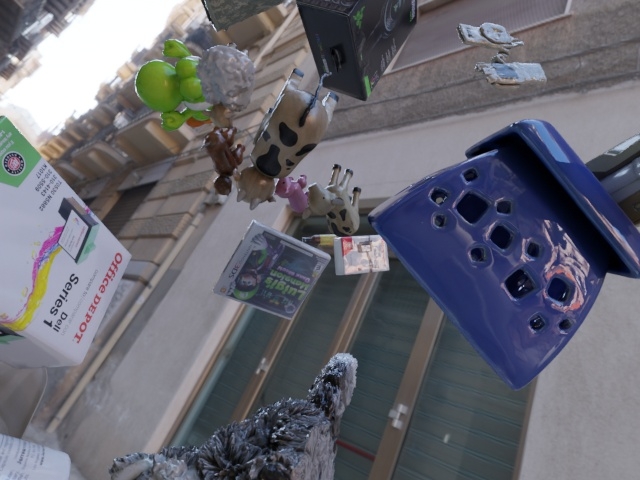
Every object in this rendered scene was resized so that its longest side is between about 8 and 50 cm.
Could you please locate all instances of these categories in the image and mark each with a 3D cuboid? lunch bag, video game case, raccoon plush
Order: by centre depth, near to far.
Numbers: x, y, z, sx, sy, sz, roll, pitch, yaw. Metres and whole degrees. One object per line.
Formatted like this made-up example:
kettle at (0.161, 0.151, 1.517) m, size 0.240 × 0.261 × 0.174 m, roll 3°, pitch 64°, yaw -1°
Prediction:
raccoon plush at (-0.125, 0.364, 0.713) m, size 0.299 × 0.216 × 0.446 m, roll 0°, pitch 10°, yaw 19°
video game case at (-0.099, 0.068, 0.849) m, size 0.190 × 0.173 × 0.022 m, roll 26°, pitch 15°, yaw -28°
lunch bag at (-0.241, -0.750, 1.126) m, size 0.169 × 0.235 × 0.287 m, roll 62°, pitch -5°, yaw 24°

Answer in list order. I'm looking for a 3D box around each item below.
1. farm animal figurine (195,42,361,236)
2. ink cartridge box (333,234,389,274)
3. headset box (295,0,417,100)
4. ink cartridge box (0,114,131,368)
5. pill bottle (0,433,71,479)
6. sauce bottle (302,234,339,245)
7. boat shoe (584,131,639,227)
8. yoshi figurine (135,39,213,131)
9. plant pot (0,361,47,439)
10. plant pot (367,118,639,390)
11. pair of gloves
farm animal figurine at (-0.060, -0.128, 0.701) m, size 0.330 × 0.172 × 0.326 m, roll 19°, pitch -37°, yaw -4°
ink cartridge box at (0.120, 0.041, 1.189) m, size 0.151 × 0.109 × 0.063 m, roll -4°, pitch -4°, yaw -23°
headset box at (0.090, -0.497, 0.904) m, size 0.131 × 0.283 × 0.246 m, roll 28°, pitch -13°, yaw 22°
ink cartridge box at (-0.403, 0.017, 0.533) m, size 0.117 × 0.201 × 0.278 m, roll -6°, pitch -42°, yaw 12°
pill bottle at (-0.395, 0.248, 0.401) m, size 0.229 × 0.131 × 0.131 m, roll 38°, pitch -27°, yaw -28°
sauce bottle at (0.000, 0.000, 1.424) m, size 0.128 × 0.042 × 0.042 m, roll -1°, pitch -25°, yaw -6°
boat shoe at (0.372, -0.079, 0.396) m, size 0.103 × 0.113 × 0.302 m, roll 60°, pitch -7°, yaw 8°
yoshi figurine at (-0.349, -0.379, 1.017) m, size 0.203 × 0.203 × 0.362 m, roll 45°, pitch 2°, yaw -14°
plant pot at (-0.675, 0.322, 0.742) m, size 0.323 × 0.323 × 0.280 m, roll 32°, pitch 9°, yaw -11°
plant pot at (0.211, -0.004, 0.507) m, size 0.236 × 0.212 × 0.236 m, roll 50°, pitch 8°, yaw 0°
pair of gloves at (0.504, -0.516, 1.146) m, size 0.204 × 0.240 × 0.042 m, roll -10°, pitch -23°, yaw -17°
